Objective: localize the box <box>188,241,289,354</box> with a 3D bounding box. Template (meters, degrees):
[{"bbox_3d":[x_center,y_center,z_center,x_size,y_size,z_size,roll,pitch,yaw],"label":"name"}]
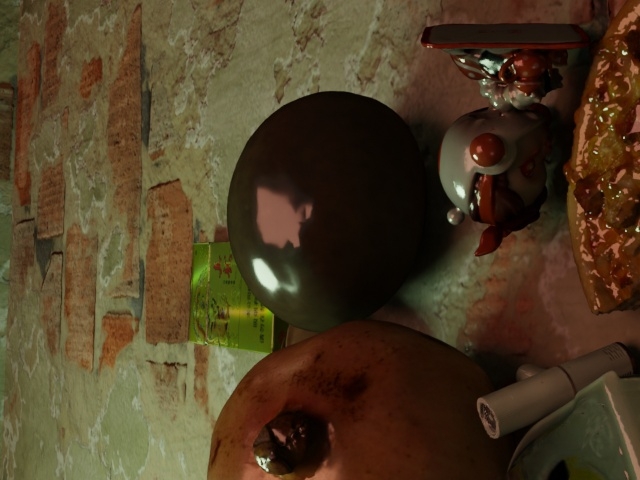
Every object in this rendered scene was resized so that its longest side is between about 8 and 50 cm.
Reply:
[{"bbox_3d":[-0.130,0.087,1.771,0.311,0.043,0.172,-1,87,60],"label":"box"}]

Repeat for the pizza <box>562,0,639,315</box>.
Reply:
[{"bbox_3d":[0.308,-0.085,1.000,0.226,0.086,0.335,27,108,59],"label":"pizza"}]

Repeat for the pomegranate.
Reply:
[{"bbox_3d":[0.031,0.236,1.170,0.338,0.338,0.338,-11,77,59],"label":"pomegranate"}]

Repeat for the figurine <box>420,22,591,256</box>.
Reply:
[{"bbox_3d":[0.181,-0.099,1.132,0.183,0.160,0.226,-63,-26,-72],"label":"figurine"}]

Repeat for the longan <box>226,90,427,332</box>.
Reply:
[{"bbox_3d":[0.009,-0.037,1.365,0.300,0.243,0.300,21,-90,-87],"label":"longan"}]

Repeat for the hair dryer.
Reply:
[{"bbox_3d":[0.205,0.148,1.115,0.183,0.155,0.044,156,96,-74],"label":"hair dryer"}]

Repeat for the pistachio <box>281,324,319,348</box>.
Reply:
[{"bbox_3d":[0.009,0.170,1.441,0.129,0.131,0.206,-60,35,25],"label":"pistachio"}]

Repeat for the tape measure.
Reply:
[{"bbox_3d":[0.267,0.265,0.979,0.262,0.138,0.259,-44,49,49],"label":"tape measure"}]
